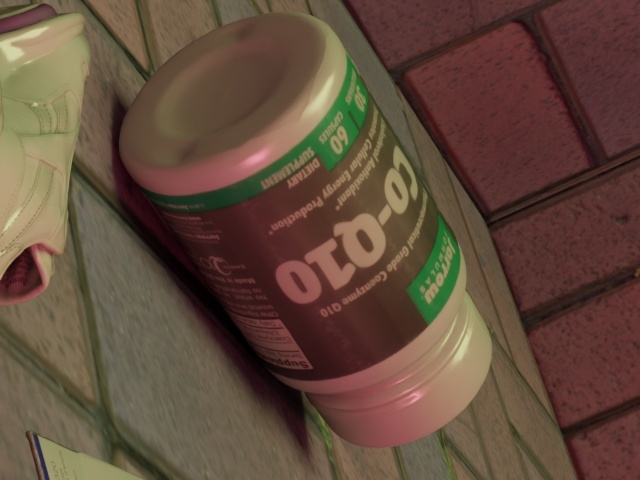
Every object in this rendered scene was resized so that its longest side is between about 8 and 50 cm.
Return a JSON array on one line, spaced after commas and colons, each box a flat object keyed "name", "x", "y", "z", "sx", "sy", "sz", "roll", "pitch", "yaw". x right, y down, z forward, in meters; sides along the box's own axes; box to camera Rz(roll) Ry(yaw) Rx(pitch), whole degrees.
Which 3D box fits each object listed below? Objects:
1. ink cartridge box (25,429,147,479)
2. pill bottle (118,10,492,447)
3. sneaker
[{"name": "ink cartridge box", "x": -0.085, "y": 0.233, "z": 1.076, "sx": 0.371, "sy": 0.069, "sz": 0.175, "roll": 47, "pitch": 22, "yaw": -65}, {"name": "pill bottle", "x": 0.000, "y": 0.000, "z": 1.591, "sx": 0.361, "sy": 0.204, "sz": 0.204, "roll": 57, "pitch": 14, "yaw": -36}, {"name": "sneaker", "x": -0.200, "y": -0.050, "z": 1.099, "sx": 0.305, "sy": 0.114, "sz": 0.152, "roll": -72, "pitch": 150, "yaw": -68}]
